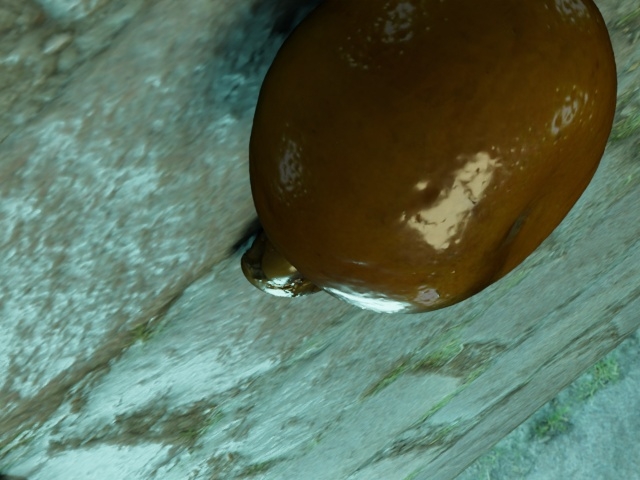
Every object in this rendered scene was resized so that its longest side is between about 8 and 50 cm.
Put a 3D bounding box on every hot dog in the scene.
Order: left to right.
[{"bbox_3d":[0.001,-0.001,1.204,0.140,0.060,0.090,-16,159,-36],"label":"hot dog"}]

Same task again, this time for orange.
[{"bbox_3d":[0.063,-0.068,0.934,0.240,0.171,0.240,-41,156,-23],"label":"orange"}]
